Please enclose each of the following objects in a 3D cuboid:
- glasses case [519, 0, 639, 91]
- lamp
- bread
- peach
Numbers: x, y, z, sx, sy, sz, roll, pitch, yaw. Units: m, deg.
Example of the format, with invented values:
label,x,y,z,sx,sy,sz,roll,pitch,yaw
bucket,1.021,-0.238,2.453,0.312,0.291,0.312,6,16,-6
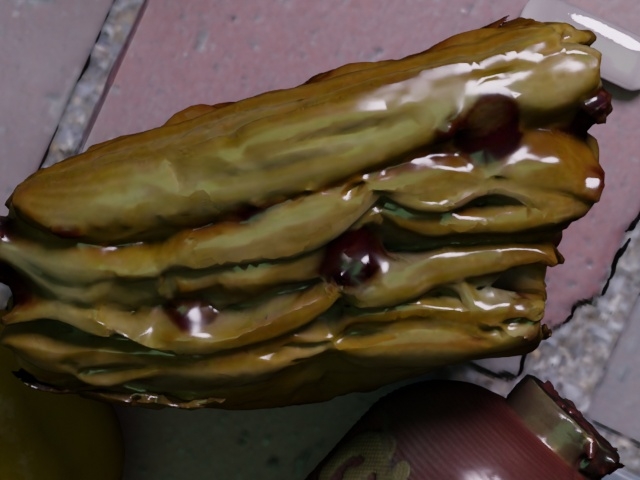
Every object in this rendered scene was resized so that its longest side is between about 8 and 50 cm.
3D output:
label,x,y,z,sx,sy,sz,roll,pitch,yaw
glasses case,0.152,-0.112,1.129,0.083,0.021,0.032,25,96,8
lamp,0.055,0.187,1.065,0.180,0.180,0.258,41,95,7
bread,0.000,0.000,1.032,0.324,0.277,0.167,-17,92,5
peach,-0.202,0.118,1.130,0.179,0.103,0.179,4,114,9
